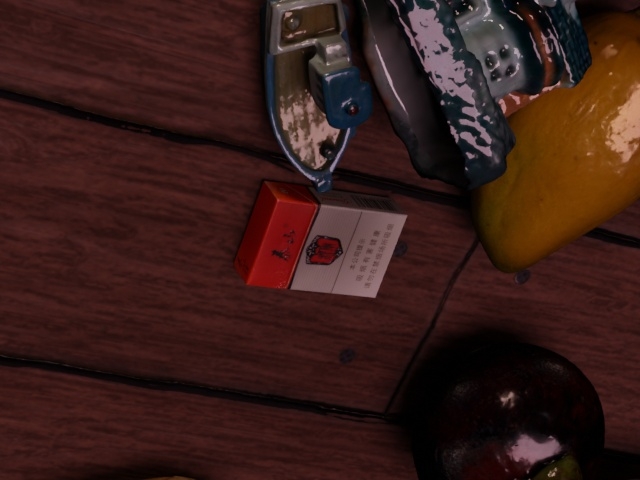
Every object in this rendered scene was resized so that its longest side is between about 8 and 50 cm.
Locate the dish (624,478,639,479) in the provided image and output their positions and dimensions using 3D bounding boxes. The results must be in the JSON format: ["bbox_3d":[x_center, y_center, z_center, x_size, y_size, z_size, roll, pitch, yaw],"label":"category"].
[{"bbox_3d":[0.338,0.392,2.265,0.324,0.124,0.324,-12,129,-15],"label":"dish"}]

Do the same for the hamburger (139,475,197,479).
[{"bbox_3d":[-0.186,0.337,1.937,0.245,0.155,0.282,-43,125,-1],"label":"hamburger"}]

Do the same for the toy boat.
[{"bbox_3d":[-0.004,-0.140,1.762,0.088,0.102,0.215,-14,126,-16],"label":"toy boat"}]

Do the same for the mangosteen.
[{"bbox_3d":[0.209,0.216,2.028,0.216,0.216,0.216,-13,125,-20],"label":"mangosteen"}]

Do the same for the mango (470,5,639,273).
[{"bbox_3d":[0.257,-0.101,1.896,0.176,0.119,0.317,32,108,-13],"label":"mango"}]

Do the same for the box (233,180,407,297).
[{"bbox_3d":[0.000,0.000,1.887,0.152,0.048,0.100,5,115,-32],"label":"box"}]

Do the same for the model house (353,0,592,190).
[{"bbox_3d":[0.180,-0.219,1.736,0.291,0.184,0.253,-29,108,-13],"label":"model house"}]
